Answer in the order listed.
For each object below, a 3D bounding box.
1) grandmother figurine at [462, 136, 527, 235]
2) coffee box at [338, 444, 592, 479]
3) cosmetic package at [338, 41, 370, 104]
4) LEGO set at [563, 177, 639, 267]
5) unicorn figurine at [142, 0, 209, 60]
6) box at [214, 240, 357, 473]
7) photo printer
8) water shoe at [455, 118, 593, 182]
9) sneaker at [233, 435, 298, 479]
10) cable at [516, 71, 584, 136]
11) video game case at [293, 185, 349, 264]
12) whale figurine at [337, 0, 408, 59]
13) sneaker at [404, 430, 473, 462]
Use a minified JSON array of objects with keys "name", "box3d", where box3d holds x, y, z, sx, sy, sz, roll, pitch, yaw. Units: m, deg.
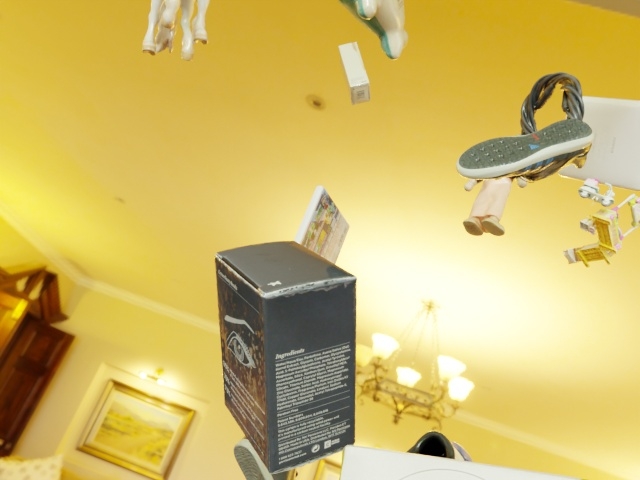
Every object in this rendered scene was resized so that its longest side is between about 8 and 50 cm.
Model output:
[{"name":"grandmother figurine","box3d":[0.525,-0.172,1.680,0.207,0.343,0.104,8,-30,40]},{"name":"coffee box","box3d":[0.185,0.375,0.442,0.334,0.339,0.338,1,-26,20]},{"name":"cosmetic package","box3d":[0.070,-0.346,1.169,0.041,0.115,0.060,-13,-25,1]},{"name":"LEGO set","box3d":[0.655,-0.025,1.293,0.132,0.107,0.287,47,-13,36]},{"name":"unicorn figurine","box3d":[-0.090,-0.196,0.410,0.161,0.111,0.060,6,-4,43]},{"name":"box","box3d":[-0.041,0.120,0.637,0.108,0.207,0.153,-9,20,-27]},{"name":"photo printer","box3d":[0.874,-0.285,1.664,0.107,0.256,0.307,-12,24,-36]},{"name":"water shoe","box3d":[0.306,-0.114,0.843,0.202,0.073,0.080,-15,-46,5]},{"name":"sneaker","box3d":[-0.062,0.432,1.024,0.083,0.118,0.222,-12,-78,42]},{"name":"cable","box3d":[0.397,-0.207,0.956,0.047,0.151,0.184,11,15,-10]},{"name":"video game case","box3d":[0.000,0.000,1.380,0.023,0.202,0.183,8,-27,31]},{"name":"whale figurine","box3d":[0.113,-0.549,1.296,0.141,0.216,0.272,-8,-54,30]},{"name":"sneaker","box3d":[0.160,0.444,0.899,0.127,0.316,0.182,-3,-41,28]}]
